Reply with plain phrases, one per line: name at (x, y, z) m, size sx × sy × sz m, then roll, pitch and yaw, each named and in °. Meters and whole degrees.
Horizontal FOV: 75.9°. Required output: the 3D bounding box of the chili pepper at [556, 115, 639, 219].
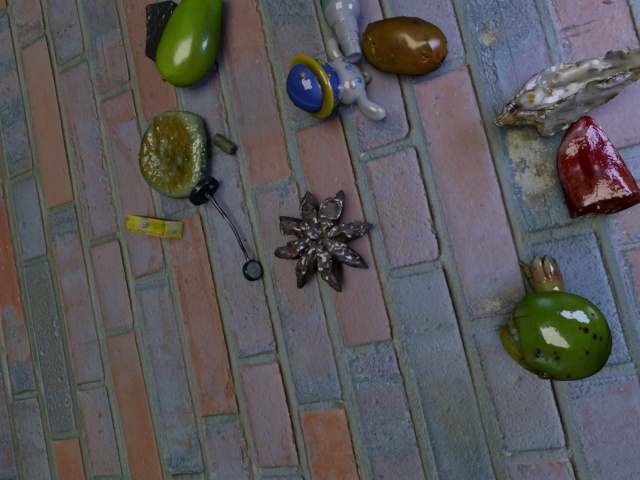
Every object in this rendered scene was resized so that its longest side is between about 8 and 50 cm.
chili pepper at (0.654, -0.180, 1.008) m, size 0.144 × 0.136 × 0.253 m, roll 137°, pitch 122°, yaw -60°

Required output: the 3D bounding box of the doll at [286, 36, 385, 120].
doll at (0.038, -0.425, 1.194) m, size 0.311 × 0.242 × 0.159 m, roll 48°, pitch 138°, yaw 13°

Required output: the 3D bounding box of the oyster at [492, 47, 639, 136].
oyster at (0.603, -0.355, 1.005) m, size 0.341 × 0.110 × 0.166 m, roll -35°, pitch 46°, yaw 15°

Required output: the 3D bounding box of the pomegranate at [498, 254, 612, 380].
pomegranate at (0.558, 0.182, 0.987) m, size 0.236 × 0.236 × 0.302 m, roll 1°, pitch 64°, yaw 20°

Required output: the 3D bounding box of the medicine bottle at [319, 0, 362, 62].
medicine bottle at (0.057, -0.682, 1.188) m, size 0.110 × 0.110 × 0.352 m, roll -16°, pitch 78°, yaw 19°

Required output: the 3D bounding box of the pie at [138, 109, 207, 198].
pie at (-0.513, -0.300, 1.438) m, size 0.323 × 0.070 × 0.323 m, roll 0°, pitch 90°, yaw 23°

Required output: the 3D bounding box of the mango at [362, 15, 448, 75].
mango at (0.230, -0.545, 1.140) m, size 0.248 × 0.151 × 0.156 m, roll 24°, pitch 67°, yaw 24°

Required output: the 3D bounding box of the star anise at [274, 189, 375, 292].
star anise at (-0.002, 0.001, 1.227) m, size 0.331 × 0.117 × 0.332 m, roll -2°, pitch 84°, yaw 22°

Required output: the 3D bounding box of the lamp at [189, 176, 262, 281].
lamp at (-0.311, -0.028, 1.370) m, size 0.108 × 0.130 × 0.371 m, roll -29°, pitch 94°, yaw 40°

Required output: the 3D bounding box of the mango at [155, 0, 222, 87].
mango at (-0.419, -0.672, 1.355) m, size 0.192 × 0.156 × 0.343 m, roll 27°, pitch 97°, yaw 15°

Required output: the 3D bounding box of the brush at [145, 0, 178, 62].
brush at (-0.558, -0.740, 1.455) m, size 0.123 × 0.059 × 0.197 m, roll 1°, pitch 90°, yaw 21°

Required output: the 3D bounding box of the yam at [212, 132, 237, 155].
yam at (-0.326, -0.325, 1.381) m, size 0.094 × 0.043 × 0.043 m, roll 35°, pitch 101°, yaw 15°

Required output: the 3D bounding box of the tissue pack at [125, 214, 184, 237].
tissue pack at (-0.585, -0.049, 1.447) m, size 0.176 × 0.095 × 0.062 m, roll 8°, pitch 94°, yaw 19°
